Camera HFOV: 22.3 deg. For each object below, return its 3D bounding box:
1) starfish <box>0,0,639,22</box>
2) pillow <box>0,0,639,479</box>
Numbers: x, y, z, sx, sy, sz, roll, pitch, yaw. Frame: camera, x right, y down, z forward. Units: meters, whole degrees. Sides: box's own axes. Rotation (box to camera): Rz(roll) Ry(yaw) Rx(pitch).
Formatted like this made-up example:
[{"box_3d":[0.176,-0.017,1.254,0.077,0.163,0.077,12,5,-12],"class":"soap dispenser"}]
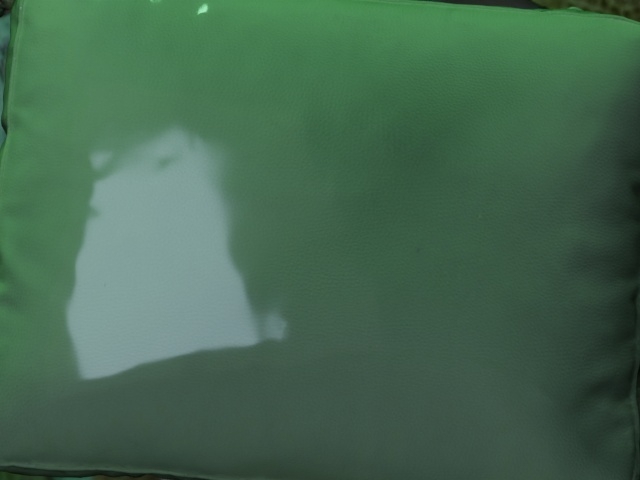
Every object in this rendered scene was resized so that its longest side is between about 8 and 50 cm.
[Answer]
[{"box_3d":[0.041,-0.246,0.842,0.432,0.082,0.324,10,91,18],"class":"starfish"},{"box_3d":[0.000,0.000,0.776,0.322,0.120,0.255,5,82,-5],"class":"pillow"}]
